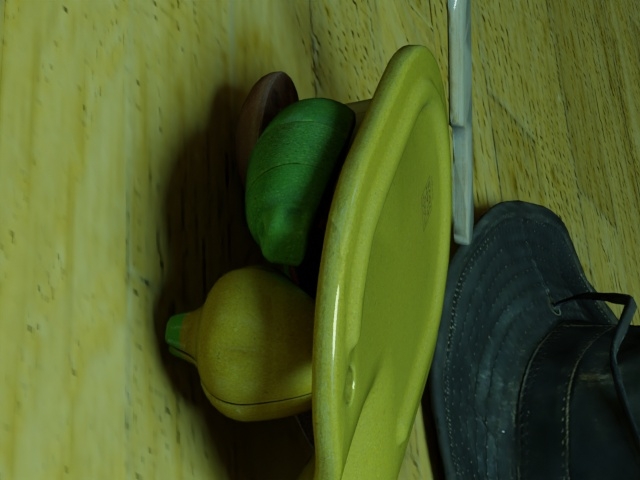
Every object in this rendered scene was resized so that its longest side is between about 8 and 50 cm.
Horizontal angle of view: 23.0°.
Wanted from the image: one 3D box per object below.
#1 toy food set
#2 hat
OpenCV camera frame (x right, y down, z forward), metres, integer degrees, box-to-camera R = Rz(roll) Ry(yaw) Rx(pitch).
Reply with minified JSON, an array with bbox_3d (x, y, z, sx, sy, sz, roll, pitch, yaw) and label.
[{"bbox_3d":[0.000,0.000,0.534,0.218,0.071,0.128,-65,155,-54],"label":"toy food set"},{"bbox_3d":[0.179,0.108,0.731,0.331,0.134,0.331,44,35,-43],"label":"hat"}]
